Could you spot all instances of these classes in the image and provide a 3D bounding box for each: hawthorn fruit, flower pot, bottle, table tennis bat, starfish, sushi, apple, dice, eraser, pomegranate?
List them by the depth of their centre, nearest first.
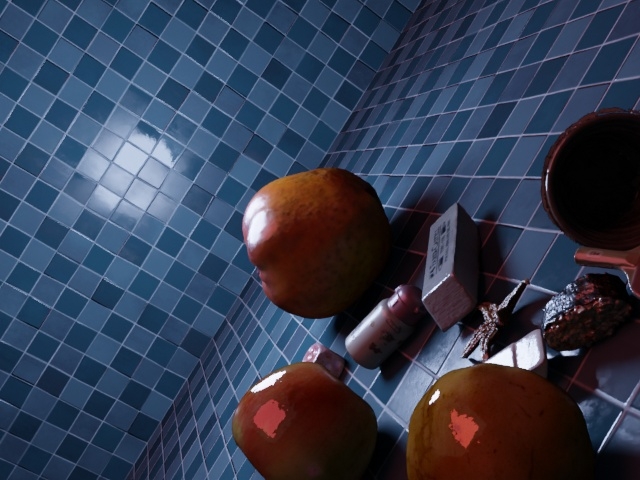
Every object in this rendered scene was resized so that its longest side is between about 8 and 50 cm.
[{"bbox_3d":[0.253,0.294,0.956,0.264,0.264,0.264,-51,17,22],"label":"pomegranate"},{"bbox_3d":[0.496,0.035,0.993,0.246,0.022,0.138,9,62,49],"label":"table tennis bat"},{"bbox_3d":[0.422,0.118,1.080,0.150,0.090,0.078,-43,25,37],"label":"sushi"},{"bbox_3d":[0.484,-0.098,1.129,0.236,0.235,0.140,-54,-6,12],"label":"flower pot"},{"bbox_3d":[0.288,0.284,1.213,0.352,0.061,0.089,-46,20,35],"label":"eraser"},{"bbox_3d":[0.342,0.155,1.318,0.213,0.057,0.238,-58,-2,13],"label":"starfish"},{"bbox_3d":[-0.028,0.417,1.475,0.277,0.319,0.319,-40,11,-15],"label":"apple"},{"bbox_3d":[0.302,0.050,1.552,0.111,0.077,0.353,-46,15,34],"label":"eraser"},{"bbox_3d":[0.168,0.204,1.637,0.233,0.110,0.110,-51,17,25],"label":"bottle"},{"bbox_3d":[0.007,0.347,1.880,0.091,0.093,0.094,-59,15,-7],"label":"dice"},{"bbox_3d":[0.000,0.000,2.028,0.472,0.471,0.472,-51,17,22],"label":"hawthorn fruit"}]
